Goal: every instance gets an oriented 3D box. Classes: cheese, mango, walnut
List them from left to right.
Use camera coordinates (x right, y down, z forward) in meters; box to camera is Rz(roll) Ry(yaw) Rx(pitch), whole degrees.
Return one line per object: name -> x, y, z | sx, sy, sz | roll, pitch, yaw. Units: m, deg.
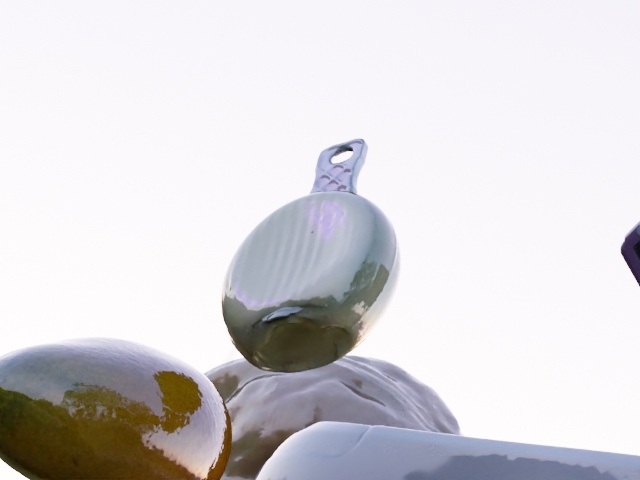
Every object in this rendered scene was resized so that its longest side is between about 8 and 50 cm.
mango -> -0.148, 0.130, 1.348 | 0.151, 0.120, 0.221 | 19, -1, 23
walnut -> -0.021, 0.272, 1.676 | 0.381, 0.381, 0.381 | 26, -21, 11
cheese -> 0.000, 0.000, 1.421 | 0.137, 0.227, 0.064 | -14, -52, 24

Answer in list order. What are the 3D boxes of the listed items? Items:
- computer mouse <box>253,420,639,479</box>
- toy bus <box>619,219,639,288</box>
computer mouse -> 0.102, 0.145, 0.762 | 0.297, 0.121, 0.184 | 7, -15, 31
toy bus -> 0.264, 0.018, 1.184 | 0.178, 0.087, 0.098 | 11, 41, -56
